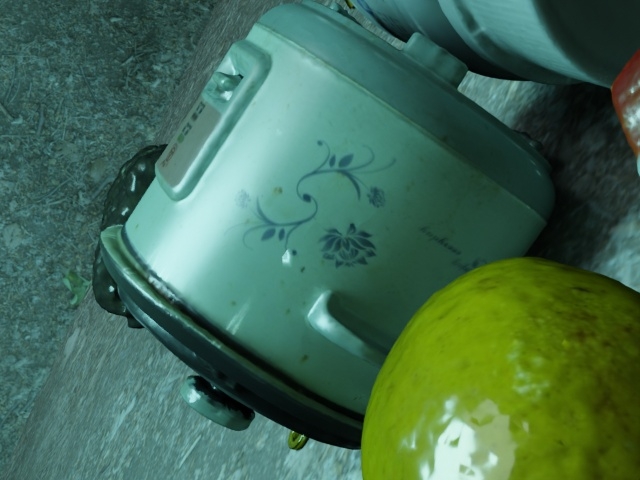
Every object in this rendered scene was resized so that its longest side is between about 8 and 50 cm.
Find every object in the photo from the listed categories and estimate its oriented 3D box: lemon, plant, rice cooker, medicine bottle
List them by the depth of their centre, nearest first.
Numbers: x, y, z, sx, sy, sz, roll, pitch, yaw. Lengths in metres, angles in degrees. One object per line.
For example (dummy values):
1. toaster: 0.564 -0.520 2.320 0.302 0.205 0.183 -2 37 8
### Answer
1. lemon: 0.101 0.100 0.413 0.170 0.170 0.207 -54 19 23
2. medicine bottle: 0.147 -0.229 0.655 0.245 0.245 0.306 -59 27 8
3. rice cooker: 0.000 0.000 0.691 0.316 0.264 0.317 -36 37 34
4. plant: -0.143 0.014 1.126 0.213 0.215 0.312 -68 23 14

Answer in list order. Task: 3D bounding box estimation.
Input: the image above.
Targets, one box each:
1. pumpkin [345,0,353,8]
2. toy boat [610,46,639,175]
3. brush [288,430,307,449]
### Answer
1. pumpkin: 0.101 -0.508 1.453 0.139 0.189 0.281 -91 -9 -56
2. toy boat: 0.267 -0.118 0.351 0.332 0.145 0.133 -52 43 32
3. brush: 0.022 0.092 0.897 0.218 0.010 0.082 -62 18 -2
